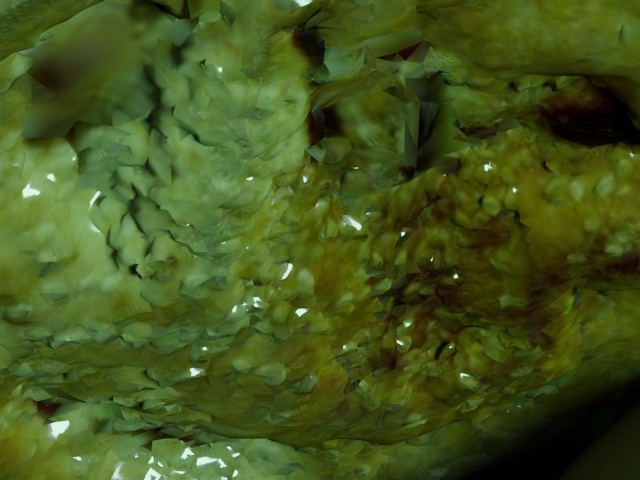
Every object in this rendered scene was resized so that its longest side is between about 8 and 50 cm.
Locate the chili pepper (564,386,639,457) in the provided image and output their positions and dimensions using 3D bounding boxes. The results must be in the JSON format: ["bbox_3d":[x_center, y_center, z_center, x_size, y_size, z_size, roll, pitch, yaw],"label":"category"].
[{"bbox_3d":[0.171,0.017,0.754,0.136,0.099,0.271,39,54,-63],"label":"chili pepper"}]

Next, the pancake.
[{"bbox_3d":[-0.001,-0.002,0.468,0.356,0.356,0.065,22,39,-40],"label":"pancake"}]

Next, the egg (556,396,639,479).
[{"bbox_3d":[0.215,0.168,0.561,0.374,0.301,0.301,-32,113,-5],"label":"egg"}]
